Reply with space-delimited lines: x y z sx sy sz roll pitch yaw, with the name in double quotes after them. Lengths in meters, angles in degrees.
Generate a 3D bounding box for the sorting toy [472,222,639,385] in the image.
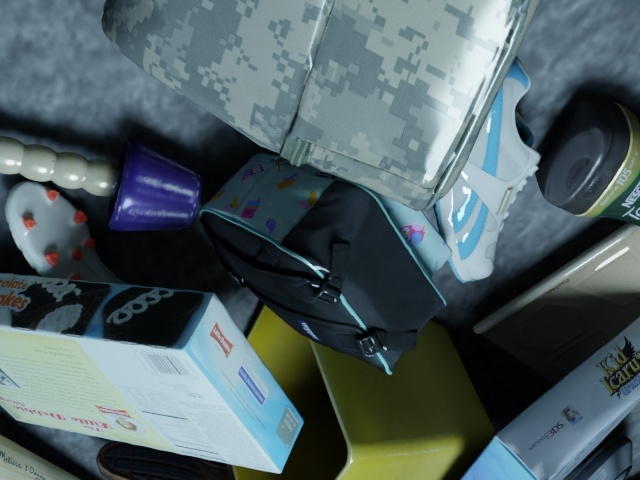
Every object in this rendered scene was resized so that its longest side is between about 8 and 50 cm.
0.283 0.072 1.005 0.208 0.038 0.193 31 124 -35 "sorting toy"

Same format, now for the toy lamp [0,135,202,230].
-0.232 -0.061 0.799 0.274 0.080 0.080 12 131 -14 "toy lamp"

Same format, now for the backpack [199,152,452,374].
0.000 0.000 0.816 0.188 0.144 0.166 13 152 48 "backpack"

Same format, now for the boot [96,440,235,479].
-0.161 0.290 1.130 0.219 0.082 0.106 19 126 -24 "boot"

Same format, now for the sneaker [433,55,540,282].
0.135 -0.052 0.838 0.092 0.087 0.229 -12 135 3 "sneaker"

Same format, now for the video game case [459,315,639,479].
0.208 0.211 0.968 0.244 0.061 0.269 -30 156 -37 "video game case"

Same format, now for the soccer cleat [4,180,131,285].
-0.220 0.028 0.893 0.076 0.068 0.196 -5 134 40 "soccer cleat"

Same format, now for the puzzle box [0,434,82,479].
-0.416 0.284 1.071 0.272 0.052 0.409 -20 140 16 "puzzle box"

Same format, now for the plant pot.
0.039 0.176 0.970 0.187 0.212 0.212 4 134 -27 "plant pot"

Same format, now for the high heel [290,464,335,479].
0.084 0.334 1.156 0.377 0.127 0.181 20 117 -26 "high heel"

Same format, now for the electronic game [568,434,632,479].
0.275 0.311 1.138 0.229 0.048 0.229 -38 154 -23 "electronic game"

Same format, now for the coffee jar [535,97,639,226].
0.280 -0.055 0.853 0.184 0.079 0.096 14 130 -17 "coffee jar"

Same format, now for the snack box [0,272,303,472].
-0.193 0.109 0.876 0.322 0.060 0.187 4 142 30 "snack box"

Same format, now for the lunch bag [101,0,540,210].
0.011 -0.210 0.595 0.256 0.212 0.305 21 127 -1 "lunch bag"
